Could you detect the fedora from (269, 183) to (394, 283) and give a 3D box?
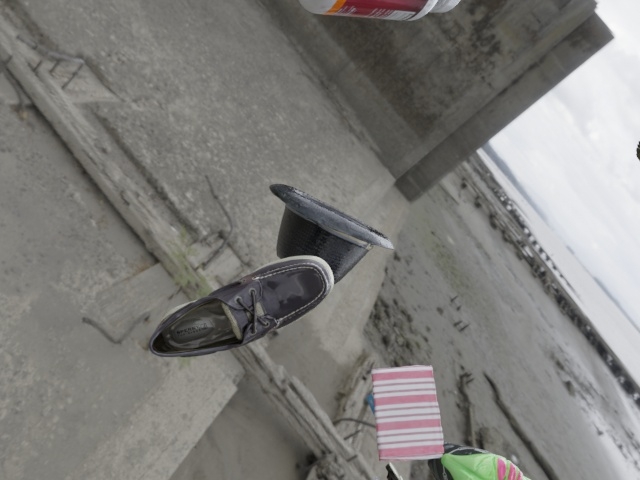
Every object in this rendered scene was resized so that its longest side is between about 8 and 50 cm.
[{"bbox_3d":[0.000,0.000,1.125,0.334,0.152,0.334,28,6,-3],"label":"fedora"}]

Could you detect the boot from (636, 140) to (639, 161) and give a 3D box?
[{"bbox_3d":[0.713,-0.129,0.916,0.269,0.236,0.089,48,-14,-15],"label":"boot"}]

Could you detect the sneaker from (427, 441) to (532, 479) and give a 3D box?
[{"bbox_3d":[0.408,0.609,1.221,0.202,0.185,0.482,16,-32,50],"label":"sneaker"}]

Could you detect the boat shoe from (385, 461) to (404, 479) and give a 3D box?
[{"bbox_3d":[0.210,0.680,1.446,0.049,0.042,0.133,-111,175,-56],"label":"boat shoe"}]

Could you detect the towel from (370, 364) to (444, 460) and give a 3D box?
[{"bbox_3d":[0.188,0.378,1.120,0.029,0.144,0.197,99,-12,-67],"label":"towel"}]

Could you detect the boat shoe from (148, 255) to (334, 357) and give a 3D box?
[{"bbox_3d":[-0.115,0.107,0.738,0.092,0.285,0.102,-71,140,-79],"label":"boat shoe"}]

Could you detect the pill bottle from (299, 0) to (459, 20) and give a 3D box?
[{"bbox_3d":[0.058,-0.247,0.460,0.152,0.086,0.086,-10,55,-29],"label":"pill bottle"}]

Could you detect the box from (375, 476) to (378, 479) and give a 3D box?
[{"bbox_3d":[0.144,0.559,0.981,0.109,0.042,0.178,61,17,-18],"label":"box"}]

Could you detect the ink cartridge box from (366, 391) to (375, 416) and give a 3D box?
[{"bbox_3d":[0.209,0.443,1.418,0.060,0.180,0.104,-5,55,-32],"label":"ink cartridge box"}]
